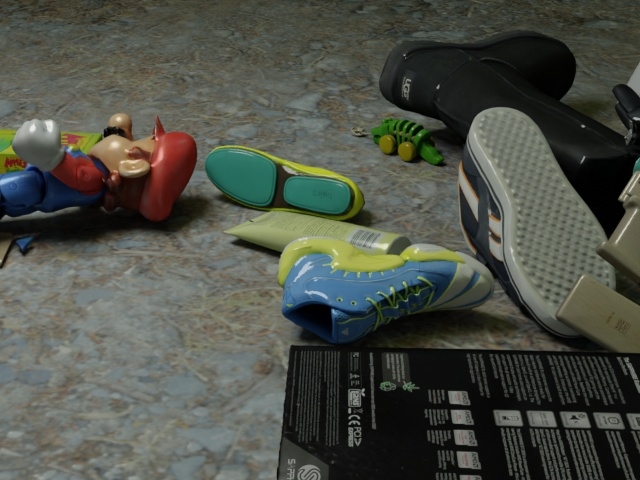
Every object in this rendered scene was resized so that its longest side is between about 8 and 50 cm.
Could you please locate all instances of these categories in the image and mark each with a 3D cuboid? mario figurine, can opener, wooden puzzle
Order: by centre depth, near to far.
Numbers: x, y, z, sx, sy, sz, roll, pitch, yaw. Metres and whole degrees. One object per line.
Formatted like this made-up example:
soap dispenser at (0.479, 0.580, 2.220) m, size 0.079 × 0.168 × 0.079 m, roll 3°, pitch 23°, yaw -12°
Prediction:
wooden puzzle at (-0.418, 0.013, 1.355) m, size 0.116 × 0.014 × 0.078 m, roll 3°, pitch 31°, yaw 4°
mario figurine at (-0.319, -0.105, 1.425) m, size 0.321 × 0.170 × 0.198 m, roll -10°, pitch 27°, yaw -17°
can opener at (0.417, -0.160, 1.443) m, size 0.073 × 0.059 × 0.186 m, roll -7°, pitch 19°, yaw -1°

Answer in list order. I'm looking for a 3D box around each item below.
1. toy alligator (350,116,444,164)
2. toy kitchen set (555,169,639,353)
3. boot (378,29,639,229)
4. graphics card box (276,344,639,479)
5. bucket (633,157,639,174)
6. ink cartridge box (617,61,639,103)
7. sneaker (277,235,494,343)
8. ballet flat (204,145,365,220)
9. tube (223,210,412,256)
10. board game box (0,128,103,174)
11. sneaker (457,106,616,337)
toy alligator at (0.114, -0.164, 1.679) m, size 0.056 × 0.051 × 0.190 m, roll -21°, pitch 34°, yaw -38°
toy kitchen set at (0.351, 0.029, 1.184) m, size 0.122 × 0.207 × 0.166 m, roll 32°, pitch -2°, yaw 8°
boot at (0.350, -0.171, 1.596) m, size 0.367 × 0.146 × 0.445 m, roll -11°, pitch 29°, yaw -28°
graphics card box at (0.149, 0.186, 0.933) m, size 0.371 × 0.094 × 0.233 m, roll 2°, pitch 27°, yaw 0°
bucket at (0.516, -0.069, 1.265) m, size 0.183 × 0.281 × 0.281 m, roll 0°, pitch 25°, yaw -20°
ink cartridge box at (0.577, -0.152, 1.498) m, size 0.278 × 0.117 × 0.201 m, roll 19°, pitch 23°, yaw -15°
sneaker at (0.066, 0.069, 1.200) m, size 0.240 × 0.091 × 0.126 m, roll 5°, pitch 45°, yaw 8°
ballet flat at (-0.044, -0.074, 1.490) m, size 0.231 × 0.077 × 0.077 m, roll 15°, pitch 9°, yaw 22°
tube at (0.000, 0.000, 1.351) m, size 0.240 × 0.062 × 0.070 m, roll 15°, pitch -14°, yaw 36°
board game box at (-0.413, -0.123, 1.593) m, size 0.181 × 0.043 × 0.092 m, roll 2°, pitch 26°, yaw 3°
sneaker at (0.249, -0.002, 1.302) m, size 0.126 × 0.127 × 0.321 m, roll -4°, pitch 52°, yaw -12°
